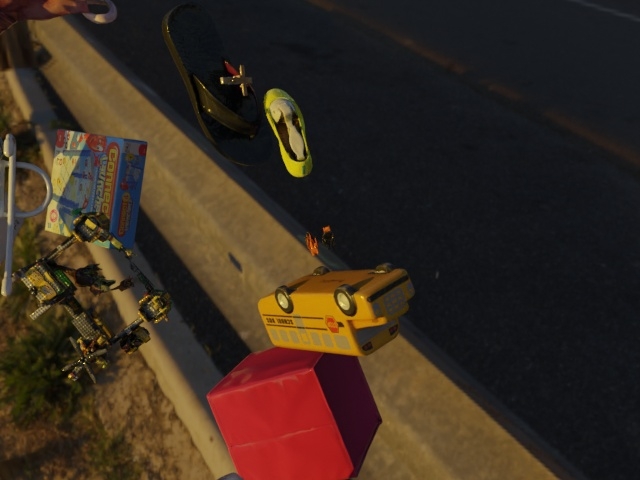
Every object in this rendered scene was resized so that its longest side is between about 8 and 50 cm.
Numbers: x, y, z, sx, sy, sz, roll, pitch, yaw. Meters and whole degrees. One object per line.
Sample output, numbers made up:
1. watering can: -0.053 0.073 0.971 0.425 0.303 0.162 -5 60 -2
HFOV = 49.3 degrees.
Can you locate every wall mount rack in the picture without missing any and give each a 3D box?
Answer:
1. wall mount rack: -0.690 -0.052 1.303 0.350 0.303 0.130 1 2 -20

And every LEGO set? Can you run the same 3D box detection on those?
1. LEGO set: -0.476 0.109 1.435 0.255 0.331 0.192 -29 8 3

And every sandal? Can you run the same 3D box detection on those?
1. sandal: -0.243 -0.371 1.733 0.167 0.445 0.107 -42 30 -25

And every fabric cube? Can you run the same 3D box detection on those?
1. fabric cube: -0.046 0.374 1.539 0.258 0.259 0.254 -19 6 20

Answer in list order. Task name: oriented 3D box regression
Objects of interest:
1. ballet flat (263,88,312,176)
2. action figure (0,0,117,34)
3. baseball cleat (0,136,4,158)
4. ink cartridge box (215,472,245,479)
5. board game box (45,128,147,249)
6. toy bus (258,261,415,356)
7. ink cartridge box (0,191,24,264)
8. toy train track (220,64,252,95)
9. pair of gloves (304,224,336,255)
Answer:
1. ballet flat: -0.069 -0.252 1.552 0.077 0.077 0.230 -17 75 -6
2. action figure: -0.641 -0.459 1.369 0.370 0.275 0.248 -42 44 2
3. baseball cleat: -0.927 -0.219 1.959 0.109 0.205 0.072 23 39 35
4. ink cartridge box: -0.090 0.626 1.146 0.385 0.308 0.091 33 13 19
5. board game box: -0.644 -0.150 1.989 0.302 0.308 0.086 12 5 35
6. toy bus: 0.023 0.120 1.204 0.108 0.130 0.333 -26 11 -34
7. ink cartridge box: -0.961 -0.071 1.638 0.395 0.285 0.166 -5 49 15
8. toy train track: -0.135 -0.251 1.098 0.014 0.048 0.083 0 11 26
9. pair of gloves: 0.000 0.000 1.977 0.083 0.074 0.010 -19 19 1
